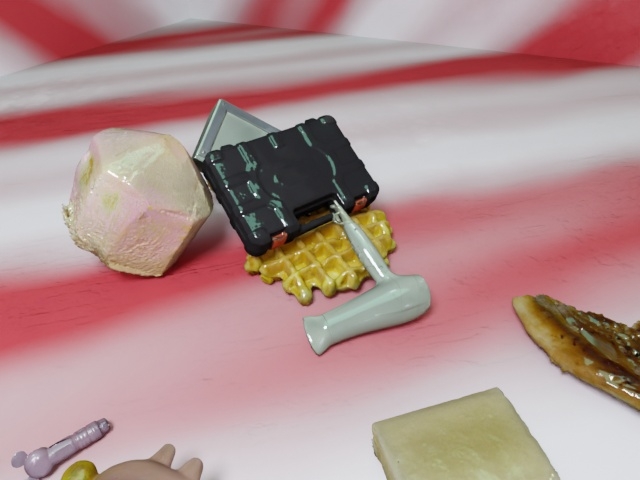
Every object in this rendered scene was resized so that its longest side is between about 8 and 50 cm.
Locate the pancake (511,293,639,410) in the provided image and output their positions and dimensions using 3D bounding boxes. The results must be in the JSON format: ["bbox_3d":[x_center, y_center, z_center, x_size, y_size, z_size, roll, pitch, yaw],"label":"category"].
[{"bbox_3d":[0.445,0.145,0.674,0.244,0.057,0.266,-10,37,-11],"label":"pancake"}]

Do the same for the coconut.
[{"bbox_3d":[-0.316,-0.078,0.821,0.233,0.245,0.233,28,30,-17],"label":"coconut"}]

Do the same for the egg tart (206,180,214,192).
[{"bbox_3d":[-0.128,-0.180,1.099,0.288,0.118,0.288,0,34,0],"label":"egg tart"}]

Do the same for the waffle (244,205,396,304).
[{"bbox_3d":[0.001,-0.001,0.891,0.283,0.065,0.309,9,38,14],"label":"waffle"}]

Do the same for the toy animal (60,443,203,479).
[{"bbox_3d":[-0.207,0.310,0.436,0.165,0.149,0.248,2,42,34],"label":"toy animal"}]

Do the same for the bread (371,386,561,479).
[{"bbox_3d":[0.162,0.256,0.545,0.178,0.060,0.139,-10,37,-9],"label":"bread"}]

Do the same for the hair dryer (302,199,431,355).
[{"bbox_3d":[0.045,0.043,0.760,0.206,0.075,0.237,-17,70,-11],"label":"hair dryer"}]

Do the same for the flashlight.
[{"bbox_3d":[-0.327,0.264,0.592,0.110,0.052,0.031,-26,7,-36],"label":"flashlight"}]

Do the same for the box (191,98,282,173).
[{"bbox_3d":[-0.133,-0.167,0.943,0.225,0.130,0.086,24,-13,-22],"label":"box"}]

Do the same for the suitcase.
[{"bbox_3d":[-0.050,-0.111,0.861,0.285,0.066,0.206,-25,76,-26],"label":"suitcase"}]
